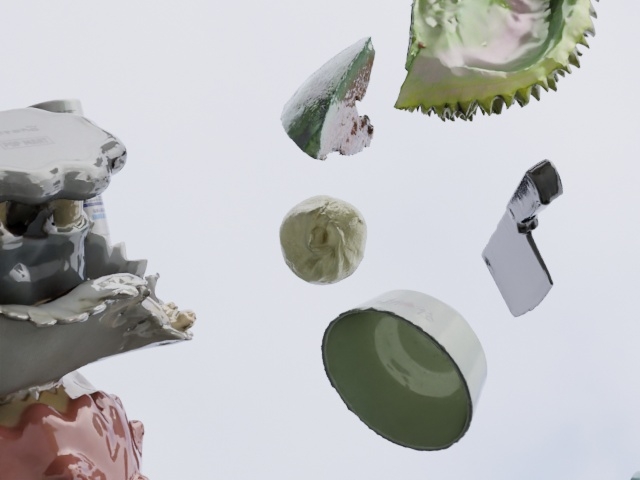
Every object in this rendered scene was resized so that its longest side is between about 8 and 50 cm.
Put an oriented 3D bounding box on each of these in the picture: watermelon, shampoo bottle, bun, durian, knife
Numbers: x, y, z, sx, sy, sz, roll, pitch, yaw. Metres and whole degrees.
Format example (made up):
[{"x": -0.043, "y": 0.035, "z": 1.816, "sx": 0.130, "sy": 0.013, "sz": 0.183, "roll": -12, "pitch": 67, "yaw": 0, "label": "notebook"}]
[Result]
[{"x": 0.014, "y": -0.116, "z": 1.020, "sx": 0.080, "sy": 0.155, "sz": 0.101, "roll": 45, "pitch": -58, "yaw": 5, "label": "watermelon"}, {"x": -0.365, "y": -0.053, "z": 1.787, "sx": 0.092, "sy": 0.092, "sz": 0.303, "roll": -12, "pitch": -89, "yaw": 43, "label": "shampoo bottle"}, {"x": 0.000, "y": 0.000, "z": 1.120, "sx": 0.086, "sy": 0.055, "sz": 0.086, "roll": 0, "pitch": -91, "yaw": 15, "label": "bun"}, {"x": 0.163, "y": -0.247, "z": 1.147, "sx": 0.157, "sy": 0.356, "sz": 0.169, "roll": -26, "pitch": -44, "yaw": 37, "label": "durian"}, {"x": 0.154, "y": 0.007, "z": 0.900, "sx": 0.245, "sy": 0.019, "sz": 0.072, "roll": 91, "pitch": -25, "yaw": -74, "label": "knife"}]

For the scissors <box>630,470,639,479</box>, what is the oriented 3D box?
[{"x": 0.456, "y": 0.332, "z": 1.141, "sx": 0.360, "sy": 0.029, "sz": 0.191, "roll": 41, "pitch": -33, "yaw": 5, "label": "scissors"}]

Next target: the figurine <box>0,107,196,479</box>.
[{"x": -0.183, "y": 0.114, "z": 0.732, "sx": 0.166, "sy": 0.207, "sz": 0.387, "roll": 34, "pitch": -54, "yaw": 39, "label": "figurine"}]

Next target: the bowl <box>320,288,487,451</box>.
[{"x": 0.117, "y": 0.145, "z": 1.489, "sx": 0.211, "sy": 0.112, "sz": 0.211, "roll": 21, "pitch": -51, "yaw": 27, "label": "bowl"}]
